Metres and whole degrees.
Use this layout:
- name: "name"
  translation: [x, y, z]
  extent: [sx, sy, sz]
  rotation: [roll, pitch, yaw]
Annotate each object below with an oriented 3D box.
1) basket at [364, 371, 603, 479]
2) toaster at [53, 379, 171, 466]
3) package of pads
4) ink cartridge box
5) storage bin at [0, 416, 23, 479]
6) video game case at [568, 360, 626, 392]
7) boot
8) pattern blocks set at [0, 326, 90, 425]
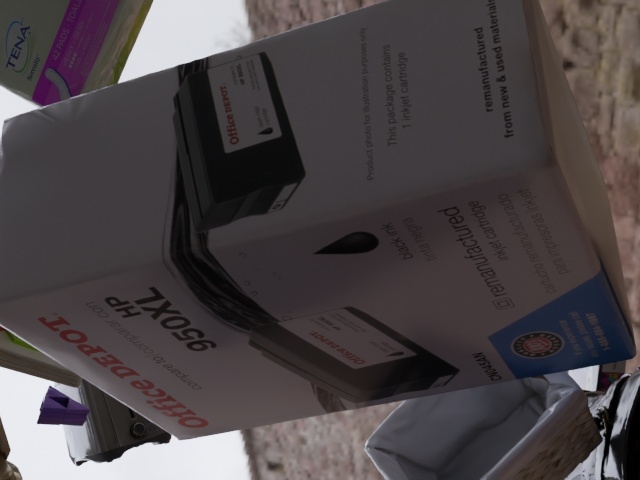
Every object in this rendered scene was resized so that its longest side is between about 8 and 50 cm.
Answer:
- name: "basket"
  translation: [0.143, 0.170, 0.934]
  extent: [0.167, 0.113, 0.103]
  rotation: [-43, -44, -1]
- name: "toaster"
  translation: [-0.315, 0.248, 1.638]
  extent: [0.129, 0.227, 0.146]
  rotation: [-13, -96, -29]
- name: "package of pads"
  translation: [-0.288, -0.298, 1.164]
  extent: [0.296, 0.229, 0.101]
  rotation: [-62, -4, 21]
- name: "ink cartridge box"
  translation: [0.000, 0.000, 0.810]
  extent: [0.285, 0.395, 0.166]
  rotation: [50, -148, -52]
- name: "storage bin"
  translation: [-0.462, 0.172, 1.136]
  extent: [0.260, 0.123, 0.262]
  rotation: [-25, -67, -38]
- name: "video game case"
  translation: [0.416, 0.230, 1.685]
  extent: [0.232, 0.042, 0.210]
  rotation: [-56, -30, -84]
- name: "boot"
  translation: [0.246, 0.229, 0.973]
  extent: [0.229, 0.091, 0.263]
  rotation: [115, 164, -77]
- name: "pattern blocks set"
  translation: [-0.277, 0.074, 1.014]
  extent: [0.026, 0.285, 0.325]
  rotation: [-67, 25, 14]
